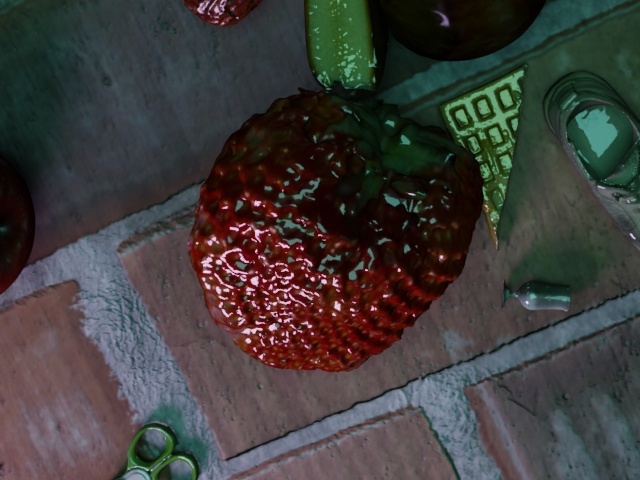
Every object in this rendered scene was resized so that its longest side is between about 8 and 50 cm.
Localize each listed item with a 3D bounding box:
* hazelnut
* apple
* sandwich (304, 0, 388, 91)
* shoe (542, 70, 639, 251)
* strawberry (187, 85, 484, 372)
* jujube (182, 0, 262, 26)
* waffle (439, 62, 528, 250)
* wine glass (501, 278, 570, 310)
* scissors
[{"bbox_3d":[0.160,-0.298,1.246,0.218,0.234,0.218,-3,60,5],"label":"hazelnut"},{"bbox_3d":[-0.462,-0.017,1.405,0.201,0.218,0.218,11,101,15],"label":"apple"},{"bbox_3d":[0.027,-0.283,1.336,0.090,0.088,0.245,-6,86,15],"label":"sandwich"},{"bbox_3d":[0.355,-0.072,1.315,0.103,0.098,0.275,-41,91,17],"label":"shoe"},{"bbox_3d":[0.000,0.000,1.311,0.312,0.267,0.351,10,125,-20],"label":"strawberry"},{"bbox_3d":[-0.095,-0.335,1.342,0.112,0.109,0.176,42,103,25],"label":"jujube"},{"bbox_3d":[0.227,-0.097,1.369,0.125,0.032,0.191,-25,96,10],"label":"waffle"},{"bbox_3d":[0.257,0.069,1.382,0.083,0.042,0.039,6,129,7],"label":"wine glass"},{"bbox_3d":[-0.257,0.327,1.517,0.204,0.027,0.101,-38,90,11],"label":"scissors"}]
